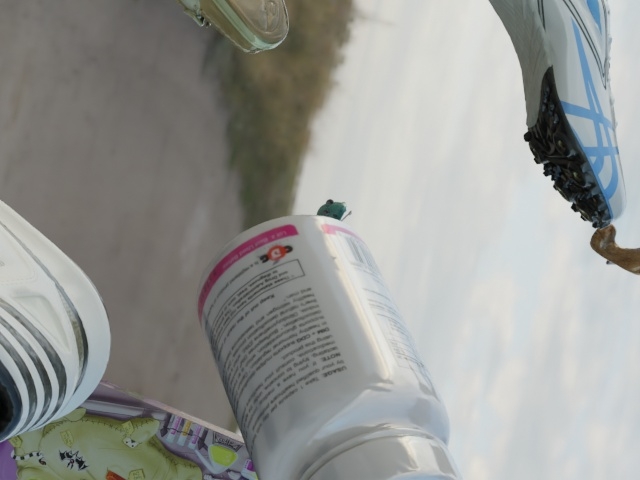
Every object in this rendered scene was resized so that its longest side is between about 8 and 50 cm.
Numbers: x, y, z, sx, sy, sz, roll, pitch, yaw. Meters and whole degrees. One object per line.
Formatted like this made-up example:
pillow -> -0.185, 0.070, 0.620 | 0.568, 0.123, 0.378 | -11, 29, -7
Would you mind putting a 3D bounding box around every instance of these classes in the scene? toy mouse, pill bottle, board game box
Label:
toy mouse -> 0.000, 0.000, 2.234 | 0.143, 0.031, 0.161 | -85, -164, -67
pill bottle -> 0.009, 0.127, 1.404 | 0.283, 0.160, 0.160 | -115, -151, -43
board game box -> -0.245, 0.245, 1.766 | 0.056, 0.346, 0.208 | -13, 125, -86

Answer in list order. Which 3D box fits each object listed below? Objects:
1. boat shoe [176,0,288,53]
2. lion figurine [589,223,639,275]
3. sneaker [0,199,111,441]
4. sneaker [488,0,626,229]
boat shoe -> -0.076, -0.162, 1.018 | 0.056, 0.153, 0.048 | -21, 156, -52
lion figurine -> 0.441, -0.054, 1.718 | 0.142, 0.240, 0.392 | -35, 154, -42
sneaker -> -0.338, -0.032, 1.140 | 0.169, 0.447, 0.257 | -50, 180, 6
sneaker -> 0.175, -0.123, 1.203 | 0.237, 0.086, 0.085 | 71, -15, -12
